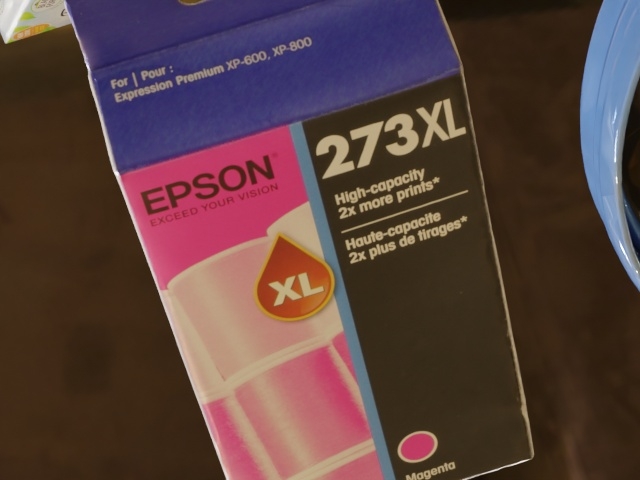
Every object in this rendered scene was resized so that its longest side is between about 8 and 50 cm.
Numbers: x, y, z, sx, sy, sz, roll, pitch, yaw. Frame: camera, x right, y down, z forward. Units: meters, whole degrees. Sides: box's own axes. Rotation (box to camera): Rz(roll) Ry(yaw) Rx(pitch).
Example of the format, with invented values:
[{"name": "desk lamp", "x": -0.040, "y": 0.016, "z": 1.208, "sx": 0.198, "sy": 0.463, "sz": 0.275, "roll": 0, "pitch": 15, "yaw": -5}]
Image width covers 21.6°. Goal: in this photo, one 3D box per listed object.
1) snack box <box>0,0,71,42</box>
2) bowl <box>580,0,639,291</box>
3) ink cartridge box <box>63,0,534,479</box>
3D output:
[{"name": "snack box", "x": -0.137, "y": -0.169, "z": 1.000, "sx": 0.100, "sy": 0.037, "sz": 0.141, "roll": -20, "pitch": 175, "yaw": -23}, {"name": "bowl", "x": 0.335, "y": -0.104, "z": 1.030, "sx": 0.391, "sy": 0.077, "sz": 0.391, "roll": -11, "pitch": 121, "yaw": -18}, {"name": "ink cartridge box", "x": 0.000, "y": 0.000, "z": 0.877, "sx": 0.176, "sy": 0.069, "sz": 0.371, "roll": -17, "pitch": 127, "yaw": -2}]
